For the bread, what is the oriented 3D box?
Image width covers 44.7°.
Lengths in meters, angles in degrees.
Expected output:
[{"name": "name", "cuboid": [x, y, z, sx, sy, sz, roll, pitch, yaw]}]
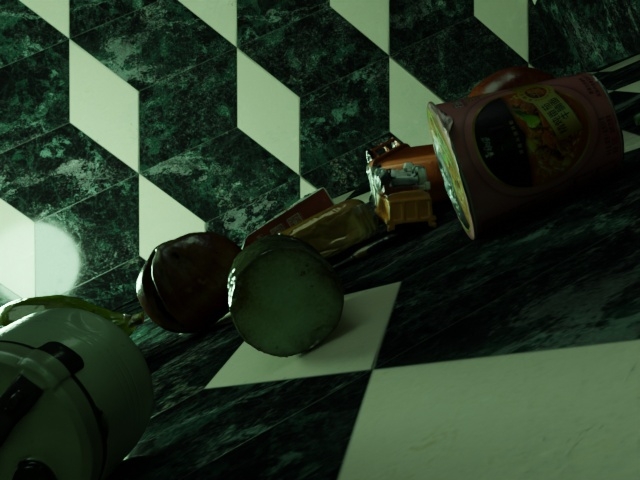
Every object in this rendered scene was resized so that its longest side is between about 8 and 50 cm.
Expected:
[{"name": "bread", "cuboid": [0.000, 0.000, 1.631, 0.241, 0.107, 0.136, -27, -6, -3]}]

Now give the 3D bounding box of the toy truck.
[{"name": "toy truck", "cuboid": [0.167, -0.090, 1.626, 0.114, 0.135, 0.270, -5, 9, -2]}]

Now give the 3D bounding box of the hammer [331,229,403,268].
[{"name": "hammer", "cuboid": [0.074, 0.030, 1.561, 0.201, 0.021, 0.078, -26, 6, -4]}]

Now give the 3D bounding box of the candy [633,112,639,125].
[{"name": "candy", "cuboid": [0.758, -0.319, 1.386, 0.119, 0.119, 0.440, -32, 1, -44]}]

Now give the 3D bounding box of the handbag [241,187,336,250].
[{"name": "handbag", "cuboid": [-0.086, 0.017, 1.839, 0.298, 0.151, 0.171, -35, 4, -16]}]

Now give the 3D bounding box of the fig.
[{"name": "fig", "cuboid": [-0.582, 0.230, 1.757, 0.314, 0.232, 0.233, 1, 18, 25]}]

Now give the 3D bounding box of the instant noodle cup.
[{"name": "instant noodle cup", "cuboid": [0.316, -0.146, 1.212, 0.255, 0.243, 0.244, -19, 7, 4]}]

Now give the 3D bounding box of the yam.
[{"name": "yam", "cuboid": [-0.057, 0.072, 1.142, 0.161, 0.161, 0.268, -27, 8, -3]}]

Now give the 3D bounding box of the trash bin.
[{"name": "trash bin", "cuboid": [0.240, -0.165, 1.838, 0.161, 0.184, 0.239, -31, 13, -39]}]

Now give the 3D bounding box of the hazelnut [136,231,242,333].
[{"name": "hazelnut", "cuboid": [-0.264, 0.081, 1.645, 0.252, 0.217, 0.217, -28, 4, 31]}]

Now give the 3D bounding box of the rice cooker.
[{"name": "rice cooker", "cuboid": [-0.321, 0.197, 0.869, 0.226, 0.226, 0.244, -25, 9, 13]}]

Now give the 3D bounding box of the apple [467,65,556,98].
[{"name": "apple", "cuboid": [0.394, -0.233, 1.567, 0.230, 0.229, 0.230, -26, 6, 3]}]
